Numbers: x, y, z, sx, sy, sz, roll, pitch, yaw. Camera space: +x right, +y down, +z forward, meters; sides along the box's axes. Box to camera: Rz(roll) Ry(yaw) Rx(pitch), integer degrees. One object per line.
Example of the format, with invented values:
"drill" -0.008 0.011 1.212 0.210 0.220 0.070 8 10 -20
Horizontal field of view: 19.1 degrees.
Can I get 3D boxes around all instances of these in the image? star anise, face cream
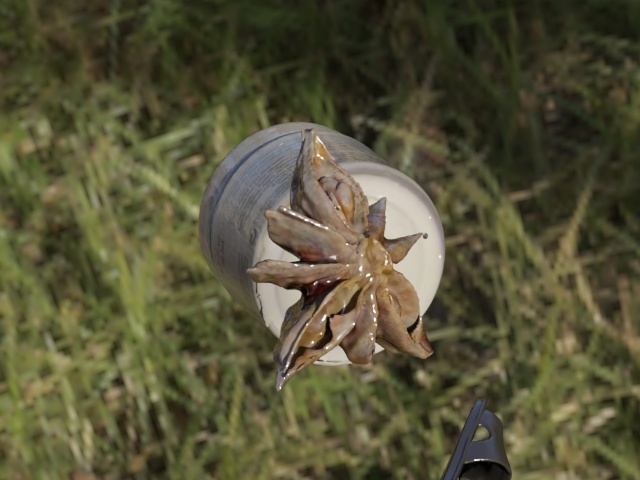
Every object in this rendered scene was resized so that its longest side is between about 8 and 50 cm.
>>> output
"star anise" 0.008 0.004 0.967 0.124 0.129 0.056 -9 -5 -42
"face cream" 0.000 0.000 1.624 0.177 0.177 0.153 -24 25 -13

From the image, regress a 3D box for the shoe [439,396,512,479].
"shoe" 0.120 0.188 1.486 0.053 0.062 0.159 22 36 9
